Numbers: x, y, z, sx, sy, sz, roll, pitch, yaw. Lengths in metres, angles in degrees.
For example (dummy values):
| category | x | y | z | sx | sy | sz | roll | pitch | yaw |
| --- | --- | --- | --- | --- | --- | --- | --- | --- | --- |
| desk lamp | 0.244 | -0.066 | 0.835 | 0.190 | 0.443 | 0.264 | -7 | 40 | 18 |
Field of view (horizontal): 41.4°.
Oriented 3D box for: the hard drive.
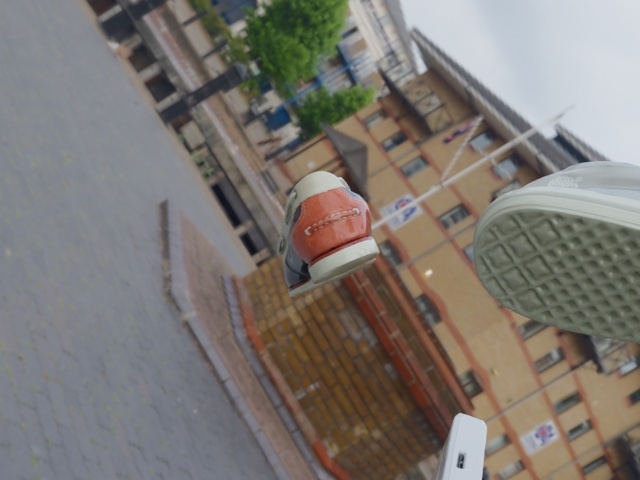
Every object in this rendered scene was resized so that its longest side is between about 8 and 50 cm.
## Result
| category | x | y | z | sx | sy | sz | roll | pitch | yaw |
| --- | --- | --- | --- | --- | --- | --- | --- | --- | --- |
| hard drive | 0.119 | 0.412 | 1.017 | 0.047 | 0.353 | 0.233 | 18 | 18 | 8 |

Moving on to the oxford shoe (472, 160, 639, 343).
| category | x | y | z | sx | sy | sz | roll | pitch | yaw |
| --- | --- | --- | --- | --- | --- | --- | --- | --- | --- |
| oxford shoe | 0.351 | 0.038 | 0.687 | 0.130 | 0.450 | 0.169 | -46 | 148 | -54 |

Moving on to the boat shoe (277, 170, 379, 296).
| category | x | y | z | sx | sy | sz | roll | pitch | yaw |
| --- | --- | --- | --- | --- | --- | --- | --- | --- | --- |
| boat shoe | 0.000 | 0.000 | 0.425 | 0.043 | 0.049 | 0.137 | 64 | -7 | 6 |
